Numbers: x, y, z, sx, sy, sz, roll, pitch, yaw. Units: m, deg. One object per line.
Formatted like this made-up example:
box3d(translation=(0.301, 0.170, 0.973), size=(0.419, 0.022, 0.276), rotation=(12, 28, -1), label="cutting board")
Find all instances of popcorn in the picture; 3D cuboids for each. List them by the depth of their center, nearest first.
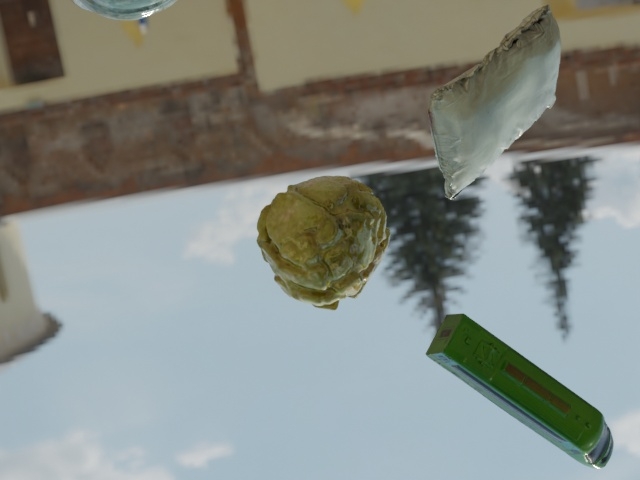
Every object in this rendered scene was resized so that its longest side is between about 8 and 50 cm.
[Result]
box3d(translation=(0.000, 0.000, 1.254), size=(0.106, 0.121, 0.116), rotation=(10, 160, 16), label="popcorn")

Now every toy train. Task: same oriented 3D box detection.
box3d(translation=(0.191, 0.139, 1.311), size=(0.044, 0.209, 0.042), rotation=(-60, -164, -17), label="toy train")

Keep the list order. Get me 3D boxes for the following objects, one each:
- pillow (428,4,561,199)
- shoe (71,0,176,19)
box3d(translation=(0.184, -0.146, 1.518), size=(0.051, 0.128, 0.229), rotation=(17, -138, 34), label="pillow")
box3d(translation=(-0.145, -0.178, 0.952), size=(0.079, 0.078, 0.195), rotation=(-19, -142, -21), label="shoe")
